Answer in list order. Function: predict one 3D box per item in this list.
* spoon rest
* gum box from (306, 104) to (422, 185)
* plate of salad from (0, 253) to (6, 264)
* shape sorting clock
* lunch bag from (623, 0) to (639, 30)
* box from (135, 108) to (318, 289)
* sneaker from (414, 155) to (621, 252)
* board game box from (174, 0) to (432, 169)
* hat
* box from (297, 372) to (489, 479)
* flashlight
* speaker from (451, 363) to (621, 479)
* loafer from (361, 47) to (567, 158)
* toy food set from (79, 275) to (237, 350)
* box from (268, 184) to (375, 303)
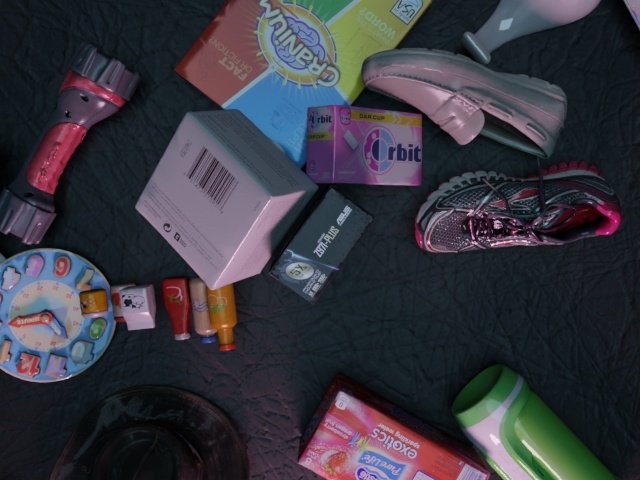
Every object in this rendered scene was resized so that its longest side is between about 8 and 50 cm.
[{"bbox_3d":[0.315,-0.357,1.198,0.276,0.084,0.137,-39,94,-11],"label":"spoon rest"},{"bbox_3d":[0.070,-0.135,1.163,0.188,0.062,0.107,-2,95,-40],"label":"gum box"},{"bbox_3d":[-0.558,0.088,1.202,0.200,0.048,0.199,-6,108,-18],"label":"plate of salad"},{"bbox_3d":[-0.416,0.114,1.215,0.206,0.040,0.206,-2,98,-14],"label":"shape sorting clock"},{"bbox_3d":[0.555,-0.415,1.149,0.262,0.160,0.223,-30,96,13],"label":"lunch bag"},{"bbox_3d":[-0.134,-0.061,1.129,0.181,0.119,0.182,45,120,17],"label":"box"},{"bbox_3d":[0.285,-0.040,1.169,0.299,0.112,0.121,-13,126,2],"label":"sneaker"},{"bbox_3d":[-0.025,-0.300,1.197,0.242,0.064,0.316,38,92,-2],"label":"board game box"},{"bbox_3d":[-0.261,0.369,1.161,0.331,0.134,0.331,1,74,-2],"label":"hat"},{"bbox_3d":[0.105,0.324,1.203,0.257,0.122,0.128,29,92,-1],"label":"box"},{"bbox_3d":[-0.380,-0.139,1.189,0.103,0.103,0.304,28,92,-4],"label":"flashlight"},{"bbox_3d":[0.336,0.328,1.203,0.131,0.131,0.296,-43,92,2],"label":"speaker"},{"bbox_3d":[0.209,-0.196,1.156,0.319,0.112,0.111,11,82,-13],"label":"loafer"},{"bbox_3d":[-0.235,0.114,1.197,0.232,0.111,0.104,-6,94,4],"label":"toy food set"},{"bbox_3d":[0.000,0.000,1.157,0.077,0.180,0.147,35,93,-3],"label":"box"}]
